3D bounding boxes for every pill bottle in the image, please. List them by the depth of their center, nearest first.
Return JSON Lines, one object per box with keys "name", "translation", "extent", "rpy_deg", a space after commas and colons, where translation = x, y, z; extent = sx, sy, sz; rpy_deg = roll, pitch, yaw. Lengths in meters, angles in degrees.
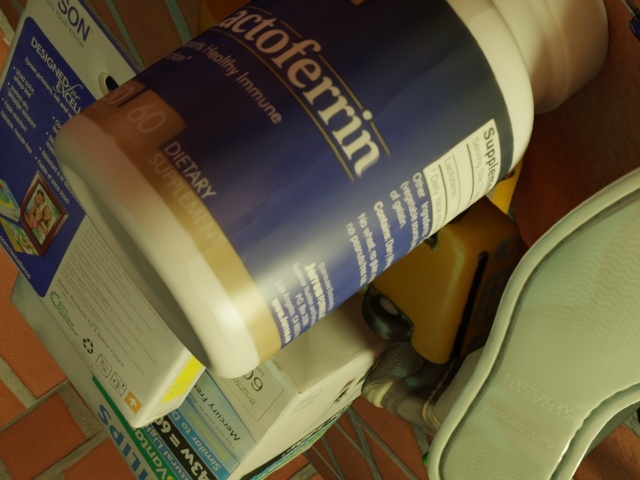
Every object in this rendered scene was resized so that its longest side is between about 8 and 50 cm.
{"name": "pill bottle", "translation": [0.012, -0.063, 0.527], "extent": [0.153, 0.265, 0.153], "rpy_deg": [48, 165, 18]}

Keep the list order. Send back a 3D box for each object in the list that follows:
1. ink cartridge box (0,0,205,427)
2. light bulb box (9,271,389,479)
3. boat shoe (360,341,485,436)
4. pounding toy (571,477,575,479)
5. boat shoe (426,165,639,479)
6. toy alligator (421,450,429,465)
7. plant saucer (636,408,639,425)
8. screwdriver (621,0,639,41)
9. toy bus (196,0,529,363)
{"name": "ink cartridge box", "translation": [-0.177, -0.037, 0.875], "extent": [0.303, 0.072, 0.307], "rpy_deg": [51, 132, 16]}
{"name": "light bulb box", "translation": [-0.119, 0.062, 1.087], "extent": [0.358, 0.225, 0.361], "rpy_deg": [51, 138, 15]}
{"name": "boat shoe", "translation": [0.131, 0.112, 0.842], "extent": [0.130, 0.132, 0.355], "rpy_deg": [31, 178, 16]}
{"name": "pounding toy", "translation": [0.212, 0.252, 1.007], "extent": [0.181, 0.094, 0.206], "rpy_deg": [54, 158, 19]}
{"name": "boat shoe", "translation": [0.152, 0.051, 0.580], "extent": [0.114, 0.091, 0.302], "rpy_deg": [38, 132, 6]}
{"name": "toy alligator", "translation": [0.208, 0.353, 1.346], "extent": [0.189, 0.056, 0.051], "rpy_deg": [48, -153, 19]}
{"name": "plant saucer", "translation": [0.292, 0.159, 0.591], "extent": [0.310, 0.050, 0.310], "rpy_deg": [49, 165, 17]}
{"name": "screwdriver", "translation": [0.143, -0.119, 0.485], "extent": [0.169, 0.024, 0.025], "rpy_deg": [58, -164, 12]}
{"name": "toy bus", "translation": [0.025, -0.064, 0.726], "extent": [0.333, 0.130, 0.108], "rpy_deg": [44, 140, 35]}
